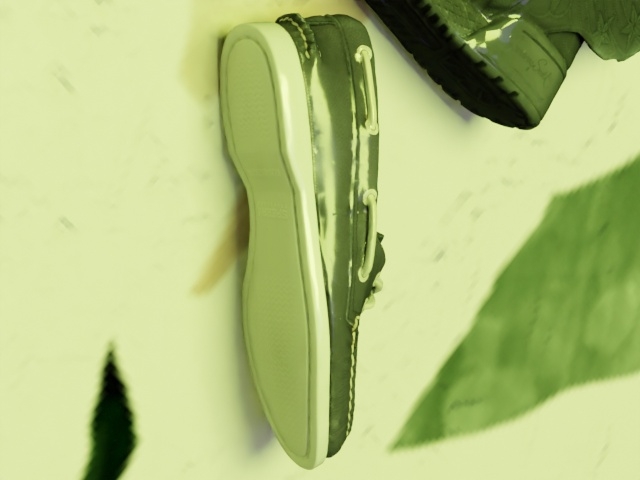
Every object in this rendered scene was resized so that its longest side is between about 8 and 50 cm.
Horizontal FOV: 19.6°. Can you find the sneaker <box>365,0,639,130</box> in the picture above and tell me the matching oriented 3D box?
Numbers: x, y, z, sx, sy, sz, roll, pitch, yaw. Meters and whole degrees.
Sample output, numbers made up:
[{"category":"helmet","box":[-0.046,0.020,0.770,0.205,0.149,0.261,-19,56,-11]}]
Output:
[{"category":"sneaker","box":[0.049,-0.097,0.517,0.089,0.051,0.170,-55,131,-12]}]

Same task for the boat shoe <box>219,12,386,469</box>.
[{"category":"boat shoe","box":[0.000,0.000,0.508,0.038,0.046,0.125,-12,100,-29]}]
